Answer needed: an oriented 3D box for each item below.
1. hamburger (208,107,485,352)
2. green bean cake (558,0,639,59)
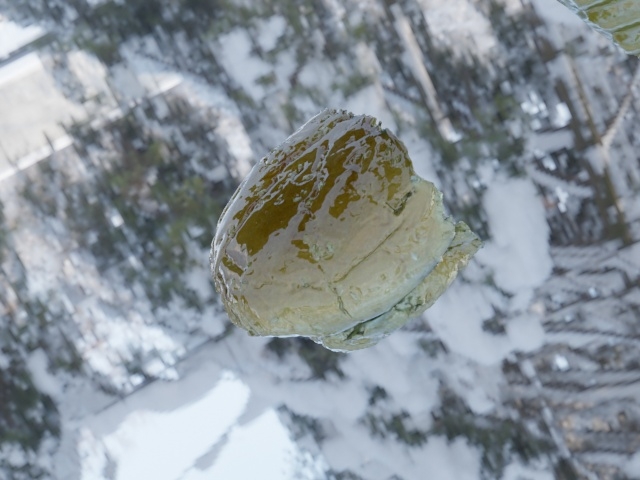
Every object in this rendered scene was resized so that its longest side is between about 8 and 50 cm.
[{"bbox_3d":[0.000,0.000,1.113,0.211,0.132,0.309,-44,-155,-1],"label":"hamburger"},{"bbox_3d":[0.294,-0.264,1.034,0.124,0.233,0.236,-17,-123,48],"label":"green bean cake"}]
